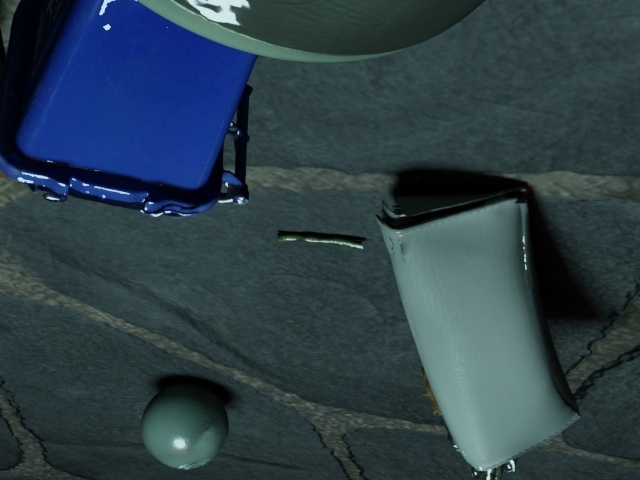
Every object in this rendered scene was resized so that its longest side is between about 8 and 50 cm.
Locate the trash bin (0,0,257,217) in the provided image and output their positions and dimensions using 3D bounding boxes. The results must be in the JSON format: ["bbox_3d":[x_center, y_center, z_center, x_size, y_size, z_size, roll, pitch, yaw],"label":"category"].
[{"bbox_3d":[-0.104,-0.132,0.901,0.184,0.163,0.234,11,148,-18],"label":"trash bin"}]

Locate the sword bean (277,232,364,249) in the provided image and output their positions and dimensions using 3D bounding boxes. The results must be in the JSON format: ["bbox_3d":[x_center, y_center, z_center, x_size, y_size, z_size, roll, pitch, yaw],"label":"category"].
[{"bbox_3d":[0.000,0.000,1.273,0.083,0.012,0.012,5,153,11],"label":"sword bean"}]

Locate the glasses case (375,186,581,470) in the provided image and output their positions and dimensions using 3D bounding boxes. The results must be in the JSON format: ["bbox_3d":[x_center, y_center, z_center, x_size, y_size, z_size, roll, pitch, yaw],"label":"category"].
[{"bbox_3d":[0.144,0.067,1.231,0.128,0.083,0.308,-16,127,6],"label":"glasses case"}]

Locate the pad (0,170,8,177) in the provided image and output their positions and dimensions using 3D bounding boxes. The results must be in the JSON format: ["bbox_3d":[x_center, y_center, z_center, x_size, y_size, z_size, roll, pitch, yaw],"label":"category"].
[{"bbox_3d":[-0.258,-0.077,1.074,0.250,0.055,0.323,-3,-177,25],"label":"pad"}]

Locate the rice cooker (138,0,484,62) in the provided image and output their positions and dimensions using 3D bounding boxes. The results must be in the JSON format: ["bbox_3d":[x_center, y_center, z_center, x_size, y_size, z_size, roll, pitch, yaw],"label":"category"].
[{"bbox_3d":[0.021,-0.237,0.527,0.288,0.288,0.277,21,151,-20],"label":"rice cooker"}]

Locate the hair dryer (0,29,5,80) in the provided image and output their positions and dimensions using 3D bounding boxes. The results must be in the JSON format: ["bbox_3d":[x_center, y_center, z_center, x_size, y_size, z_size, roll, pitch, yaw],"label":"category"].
[{"bbox_3d":[-0.388,-0.187,0.921,0.359,0.120,0.304,23,177,2],"label":"hair dryer"}]

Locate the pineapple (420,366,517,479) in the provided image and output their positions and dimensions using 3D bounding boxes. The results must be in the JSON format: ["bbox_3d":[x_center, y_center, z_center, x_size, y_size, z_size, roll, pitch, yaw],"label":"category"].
[{"bbox_3d":[0.169,0.177,1.449,0.111,0.119,0.237,-3,147,10],"label":"pineapple"}]

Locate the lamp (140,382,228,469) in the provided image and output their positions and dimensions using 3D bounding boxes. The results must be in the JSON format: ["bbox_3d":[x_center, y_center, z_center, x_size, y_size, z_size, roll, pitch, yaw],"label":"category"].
[{"bbox_3d":[-0.163,0.223,1.655,0.105,0.105,0.105,8,153,4],"label":"lamp"}]
